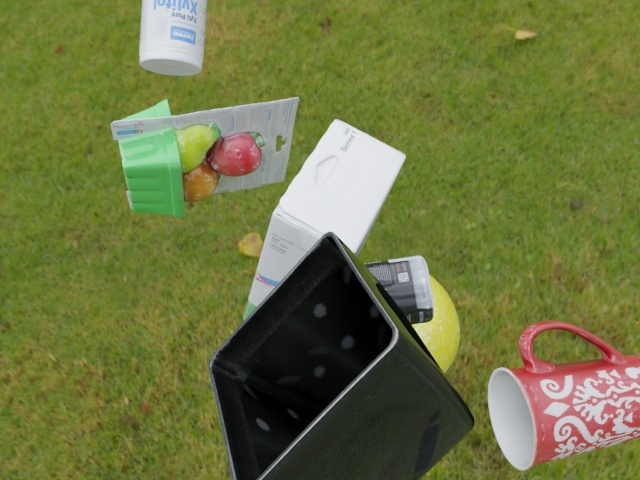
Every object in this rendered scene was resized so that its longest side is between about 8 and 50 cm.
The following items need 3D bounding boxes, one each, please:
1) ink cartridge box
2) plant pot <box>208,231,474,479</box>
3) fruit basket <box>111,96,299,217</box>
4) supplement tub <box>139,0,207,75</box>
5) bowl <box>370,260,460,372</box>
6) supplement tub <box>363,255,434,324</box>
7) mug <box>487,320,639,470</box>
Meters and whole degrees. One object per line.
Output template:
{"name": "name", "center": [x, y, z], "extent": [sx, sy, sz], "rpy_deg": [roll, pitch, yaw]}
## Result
{"name": "ink cartridge box", "center": [0.000, 0.000, 0.993], "extent": [0.117, 0.278, 0.201], "rpy_deg": [27, 53, 4]}
{"name": "plant pot", "center": [0.027, 0.139, 0.648], "extent": [0.187, 0.167, 0.188], "rpy_deg": [-47, 31, 9]}
{"name": "fruit basket", "center": [-0.232, -0.182, 1.419], "extent": [0.352, 0.327, 0.166], "rpy_deg": [-17, 68, -15]}
{"name": "supplement tub", "center": [-0.160, -0.241, 0.757], "extent": [0.070, 0.071, 0.107], "rpy_deg": [2, 88, 6]}
{"name": "bowl", "center": [0.127, 0.149, 1.367], "extent": [0.289, 0.156, 0.290], "rpy_deg": [-6, 59, 10]}
{"name": "supplement tub", "center": [0.092, 0.095, 1.186], "extent": [0.190, 0.117, 0.117], "rpy_deg": [-8, 54, 3]}
{"name": "mug", "center": [0.291, 0.172, 0.773], "extent": [0.169, 0.150, 0.113], "rpy_deg": [-6, 32, -11]}
